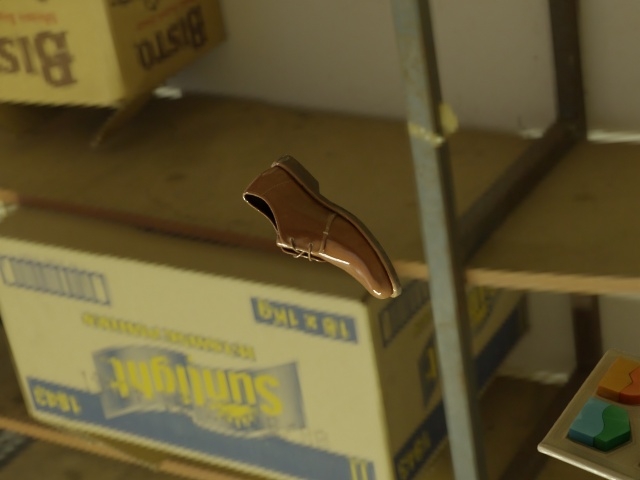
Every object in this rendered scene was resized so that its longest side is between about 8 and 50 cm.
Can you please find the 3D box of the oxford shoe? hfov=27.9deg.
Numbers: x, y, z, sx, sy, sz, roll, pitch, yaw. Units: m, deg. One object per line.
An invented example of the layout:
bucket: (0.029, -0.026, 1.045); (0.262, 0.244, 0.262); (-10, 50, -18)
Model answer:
oxford shoe: (0.000, 0.000, 1.345); (0.076, 0.076, 0.212); (-36, -122, -20)

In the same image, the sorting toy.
sorting toy: (0.369, 0.199, 1.425); (0.193, 0.038, 0.208); (19, -140, 30)
